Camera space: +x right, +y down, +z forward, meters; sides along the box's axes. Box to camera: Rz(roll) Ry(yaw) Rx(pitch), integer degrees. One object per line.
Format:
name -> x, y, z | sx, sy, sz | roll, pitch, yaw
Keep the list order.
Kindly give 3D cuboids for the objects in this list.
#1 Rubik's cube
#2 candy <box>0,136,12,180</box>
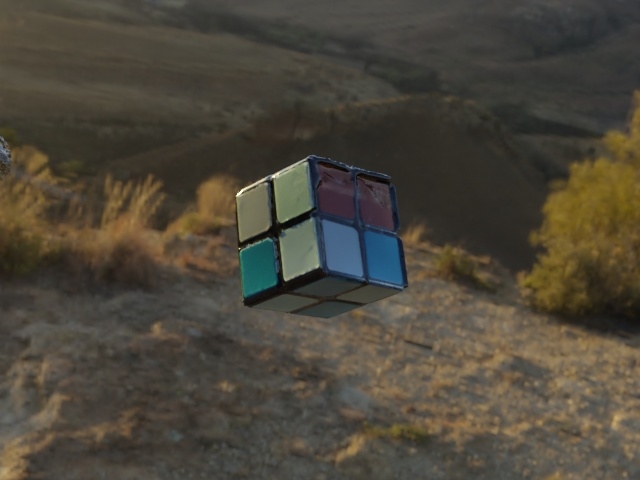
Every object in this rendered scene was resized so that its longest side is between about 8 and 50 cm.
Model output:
Rubik's cube -> 0.000, 0.000, 1.455 | 0.183, 0.180, 0.167 | 9, -24, -43
candy -> -0.546, -0.135, 1.614 | 0.110, 0.085, 0.095 | 1, 51, -46
